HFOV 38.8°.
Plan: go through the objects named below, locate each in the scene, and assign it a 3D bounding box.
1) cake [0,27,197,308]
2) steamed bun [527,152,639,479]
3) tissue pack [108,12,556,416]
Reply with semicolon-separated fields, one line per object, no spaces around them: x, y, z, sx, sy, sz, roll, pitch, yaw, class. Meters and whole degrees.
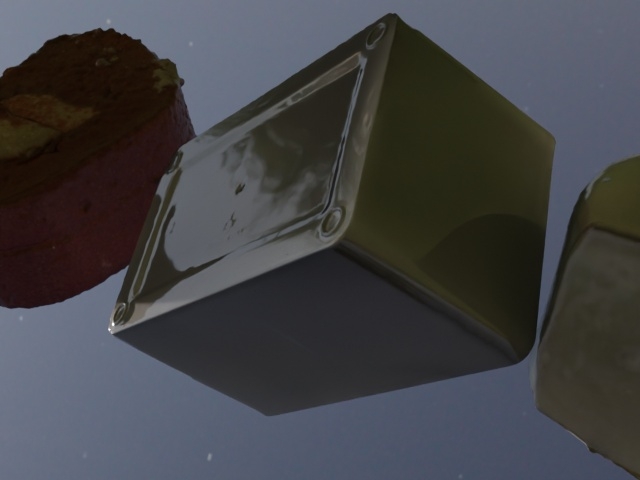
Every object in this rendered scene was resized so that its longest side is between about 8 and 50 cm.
-0.233;-0.068;0.832;0.177;0.151;0.283;26;-127;35;cake
0.241;0.053;0.462;0.241;0.146;0.164;24;-148;24;steamed bun
0.000;-0.001;0.564;0.136;0.246;0.159;32;-124;-30;tissue pack
